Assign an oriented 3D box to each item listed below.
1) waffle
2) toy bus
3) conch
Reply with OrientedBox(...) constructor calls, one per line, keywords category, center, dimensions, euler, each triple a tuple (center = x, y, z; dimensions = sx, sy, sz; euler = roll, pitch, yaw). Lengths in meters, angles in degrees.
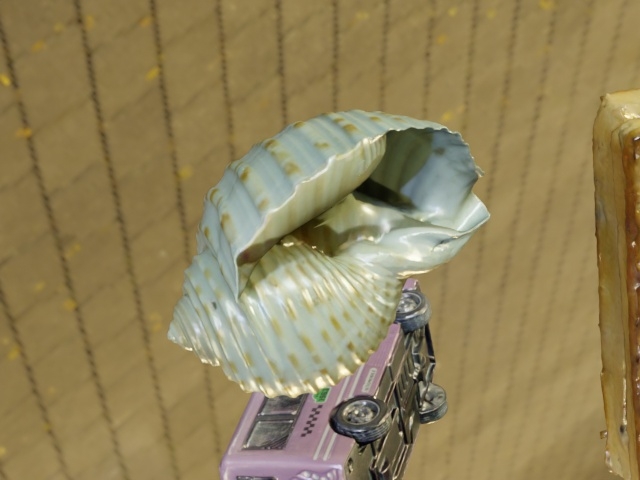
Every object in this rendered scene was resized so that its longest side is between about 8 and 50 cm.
OrientedBox(category="waffle", center=(0.309, 0.032, 1.200), dimensions=(0.212, 0.091, 0.308), euler=(-12, 113, -11))
OrientedBox(category="toy bus", center=(0.012, 0.110, 1.050), dimensions=(0.199, 0.108, 0.096), euler=(-65, 148, -52))
OrientedBox(category="conch", center=(-0.006, -0.002, 0.764), dimensions=(0.153, 0.102, 0.135), euler=(-47, 151, -16))
